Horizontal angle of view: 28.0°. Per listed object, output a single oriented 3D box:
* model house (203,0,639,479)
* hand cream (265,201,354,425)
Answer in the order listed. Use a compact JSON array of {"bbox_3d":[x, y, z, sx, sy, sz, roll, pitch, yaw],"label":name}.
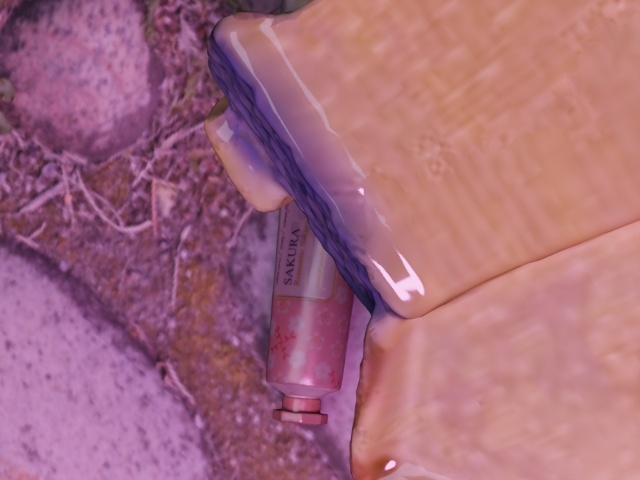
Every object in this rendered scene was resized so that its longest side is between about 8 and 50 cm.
[{"bbox_3d":[0.110,-0.044,0.553,0.266,0.261,0.321,-31,95,37],"label":"model house"},{"bbox_3d":[0.000,0.000,0.738,0.067,0.043,0.209,2,84,31],"label":"hand cream"}]
